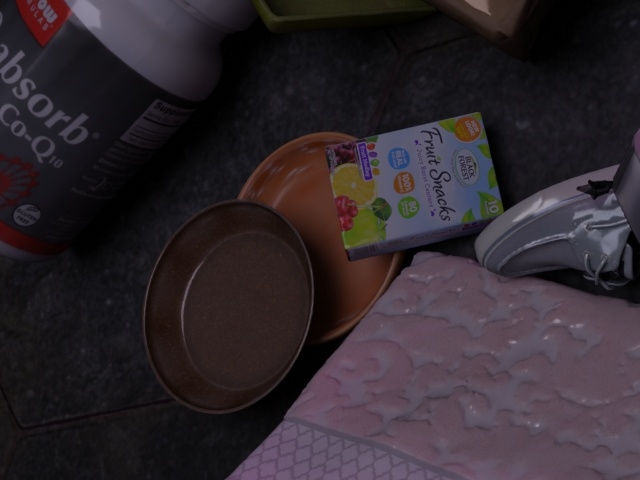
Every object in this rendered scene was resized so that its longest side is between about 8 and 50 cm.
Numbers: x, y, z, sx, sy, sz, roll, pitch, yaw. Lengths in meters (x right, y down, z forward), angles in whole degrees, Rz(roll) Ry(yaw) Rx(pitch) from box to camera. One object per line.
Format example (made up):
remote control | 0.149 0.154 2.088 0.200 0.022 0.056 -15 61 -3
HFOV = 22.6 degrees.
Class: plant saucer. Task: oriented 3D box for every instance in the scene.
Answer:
plant saucer | 0.000 0.000 1.477 0.200 0.037 0.200 -10 71 33
plant saucer | -0.010 -0.255 1.483 0.188 0.188 0.045 59 142 31
plant saucer | -0.078 0.062 1.470 0.198 0.036 0.199 -9 73 33

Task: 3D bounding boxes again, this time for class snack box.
snack box | 0.081 -0.047 1.396 0.141 0.037 0.100 -12 70 4

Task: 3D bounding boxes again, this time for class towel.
towel | 0.122 0.145 1.235 0.331 0.053 0.317 16 52 40

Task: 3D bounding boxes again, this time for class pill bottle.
pill bottle | -0.229 -0.168 1.576 0.363 0.210 0.210 -45 56 18

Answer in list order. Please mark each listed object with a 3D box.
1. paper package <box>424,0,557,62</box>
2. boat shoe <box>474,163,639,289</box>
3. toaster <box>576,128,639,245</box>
paper package | 0.115 -0.368 1.340 0.324 0.168 0.309 34 98 10
boat shoe | 0.233 -0.007 1.267 0.227 0.079 0.081 -21 62 16
toaster | 0.311 -0.025 1.160 0.185 0.110 0.168 -26 72 -5
